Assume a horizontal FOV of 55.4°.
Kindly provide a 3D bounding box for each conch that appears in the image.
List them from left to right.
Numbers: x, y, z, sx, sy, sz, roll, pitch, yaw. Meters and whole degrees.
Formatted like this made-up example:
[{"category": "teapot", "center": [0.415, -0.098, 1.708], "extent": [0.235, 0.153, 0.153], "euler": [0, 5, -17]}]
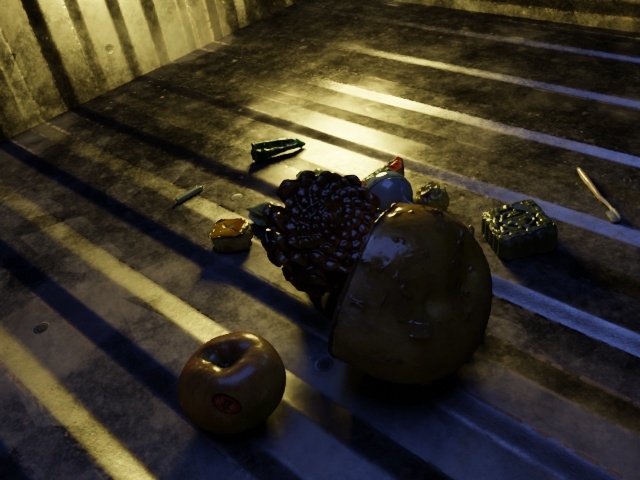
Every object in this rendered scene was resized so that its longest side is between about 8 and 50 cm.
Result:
[{"category": "conch", "center": [-0.179, -0.091, 2.111], "extent": [0.180, 0.088, 0.065], "euler": [0, -5, 22]}]

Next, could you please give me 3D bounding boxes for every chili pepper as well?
[{"category": "chili pepper", "center": [-0.166, -0.371, 2.457], "extent": [0.227, 0.088, 0.059], "euler": [-12, 40, -17]}]

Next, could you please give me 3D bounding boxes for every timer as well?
[{"category": "timer", "center": [0.252, -0.113, 1.961], "extent": [0.175, 0.175, 0.255], "euler": [-32, 66, -26]}]

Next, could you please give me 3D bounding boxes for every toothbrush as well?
[{"category": "toothbrush", "center": [0.889, -0.151, 1.969], "extent": [0.030, 0.025, 0.307], "euler": [-15, 38, 6]}]

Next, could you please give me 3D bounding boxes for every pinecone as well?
[{"category": "pinecone", "center": [0.000, 0.000, 1.732], "extent": [0.385, 0.384, 0.384], "euler": [-6, 38, 5]}]

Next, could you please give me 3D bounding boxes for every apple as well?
[{"category": "apple", "center": [-0.208, 0.339, 1.457], "extent": [0.261, 0.193, 0.260], "euler": [-8, 36, 6]}]

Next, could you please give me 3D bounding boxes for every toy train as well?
[{"category": "toy train", "center": [0.164, -0.160, 2.091], "extent": [0.409, 0.086, 0.089], "euler": [-35, 49, -29]}]

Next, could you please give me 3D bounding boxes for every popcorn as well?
[{"category": "popcorn", "center": [0.365, -0.138, 2.004], "extent": [0.116, 0.106, 0.120], "euler": [-4, 37, -8]}]

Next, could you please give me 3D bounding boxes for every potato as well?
[{"category": "potato", "center": [0.246, 0.134, 1.456], "extent": [0.320, 0.385, 0.441], "euler": [19, 74, 15]}]

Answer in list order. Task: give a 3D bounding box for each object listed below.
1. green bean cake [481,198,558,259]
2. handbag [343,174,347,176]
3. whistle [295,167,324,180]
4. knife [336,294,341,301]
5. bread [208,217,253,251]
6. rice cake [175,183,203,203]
[{"category": "green bean cake", "center": [0.595, -0.035, 1.841], "extent": [0.185, 0.094, 0.183], "euler": [-16, 39, 0]}, {"category": "handbag", "center": [0.089, -0.207, 2.215], "extent": [0.083, 0.027, 0.061], "euler": [-31, 42, -26]}, {"category": "whistle", "center": [-0.012, -0.179, 2.147], "extent": [0.141, 0.141, 0.294], "euler": [-13, 19, -4]}, {"category": "knife", "center": [0.103, 0.212, 1.690], "extent": [0.054, 0.015, 0.212], "euler": [-21, 39, -14]}, {"category": "bread", "center": [-0.294, -0.022, 2.032], "extent": [0.140, 0.069, 0.127], "euler": [-5, 37, 12]}, {"category": "rice cake", "center": [-0.495, -0.177, 2.311], "extent": [0.121, 0.022, 0.022], "euler": [-34, 52, -27]}]
